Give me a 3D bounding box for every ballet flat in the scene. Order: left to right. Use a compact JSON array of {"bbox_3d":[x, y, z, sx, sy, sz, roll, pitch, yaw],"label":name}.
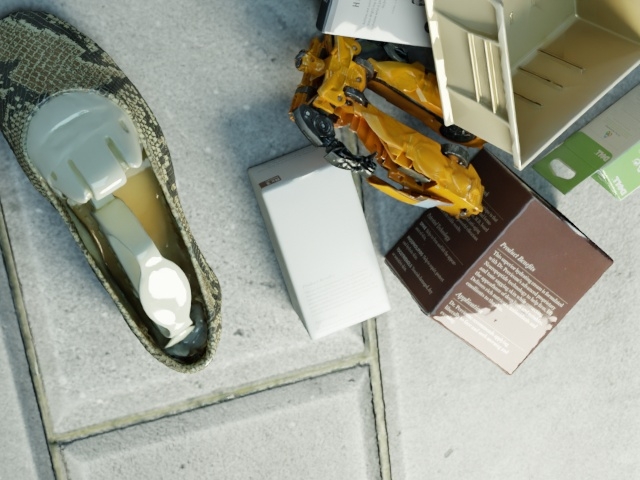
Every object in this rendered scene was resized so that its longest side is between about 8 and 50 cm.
[{"bbox_3d":[-0.229,-0.039,1.681,0.164,0.182,0.482,-27,120,-4],"label":"ballet flat"}]

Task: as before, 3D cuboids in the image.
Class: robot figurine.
[{"bbox_3d":[0.084,-0.148,1.757,0.291,0.085,0.211,28,63,-23],"label":"robot figurine"}]

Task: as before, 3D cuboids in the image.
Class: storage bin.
[{"bbox_3d":[0.258,-0.272,1.673,0.262,0.123,0.260,-40,141,-23],"label":"storage bin"}]

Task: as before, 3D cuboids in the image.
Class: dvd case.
[{"bbox_3d":[0.124,-0.314,1.693,0.239,0.029,0.179,4,115,-28],"label":"dvd case"}]

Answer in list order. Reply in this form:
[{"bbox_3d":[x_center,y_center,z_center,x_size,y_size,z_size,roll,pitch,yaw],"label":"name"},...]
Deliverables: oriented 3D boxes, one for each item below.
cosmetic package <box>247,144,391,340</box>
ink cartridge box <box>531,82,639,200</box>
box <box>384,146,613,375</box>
[{"bbox_3d":[0.000,0.000,1.837,0.117,0.085,0.231,-21,118,-8],"label":"cosmetic package"},{"bbox_3d":[0.392,-0.120,1.896,0.209,0.109,0.062,-37,120,1],"label":"ink cartridge box"},{"bbox_3d":[0.227,0.027,1.878,0.168,0.167,0.203,37,99,-29],"label":"box"}]
